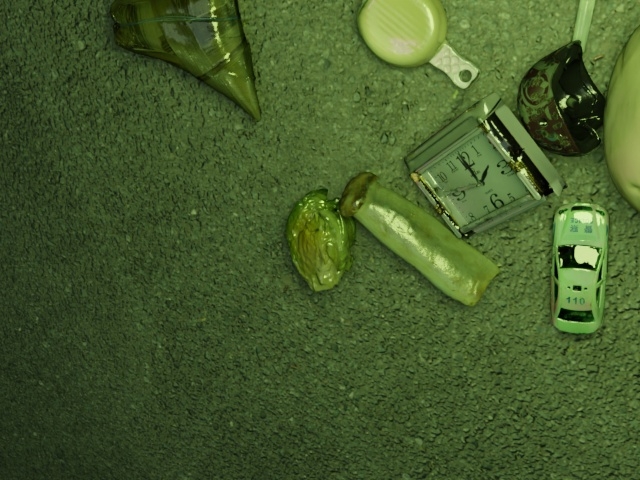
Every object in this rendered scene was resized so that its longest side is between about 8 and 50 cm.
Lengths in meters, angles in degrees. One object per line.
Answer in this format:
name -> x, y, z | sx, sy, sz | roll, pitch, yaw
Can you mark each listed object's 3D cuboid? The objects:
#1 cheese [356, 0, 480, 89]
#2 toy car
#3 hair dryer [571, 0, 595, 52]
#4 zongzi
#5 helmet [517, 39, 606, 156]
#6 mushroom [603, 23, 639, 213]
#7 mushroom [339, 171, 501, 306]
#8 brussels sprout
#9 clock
cheese -> 0.165, -0.330, 1.126 | 0.227, 0.064, 0.137 | 41, 122, 5
toy car -> 0.430, 0.049, 1.149 | 0.090, 0.076, 0.224 | 3, 110, 23
hair dryer -> 0.392, -0.345, 1.044 | 0.082, 0.047, 0.137 | 11, 119, 19
zongzi -> -0.245, -0.332, 1.262 | 0.251, 0.125, 0.274 | -5, 112, 23
helmet -> 0.354, -0.203, 1.045 | 0.107, 0.177, 0.153 | -7, 126, 46
mushroom -> 0.516, -0.157, 0.937 | 0.315, 0.356, 0.315 | -18, 58, 30
mushroom -> 0.169, -0.004, 1.226 | 0.312, 0.081, 0.100 | 37, 82, 3
brussels sprout -> 0.002, 0.000, 1.296 | 0.139, 0.100, 0.180 | 0, 110, 33
clock -> 0.259, -0.113, 1.117 | 0.186, 0.083, 0.253 | 52, 152, -2
